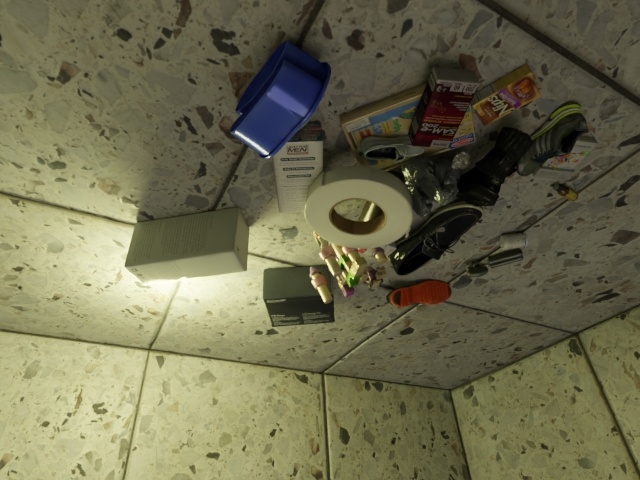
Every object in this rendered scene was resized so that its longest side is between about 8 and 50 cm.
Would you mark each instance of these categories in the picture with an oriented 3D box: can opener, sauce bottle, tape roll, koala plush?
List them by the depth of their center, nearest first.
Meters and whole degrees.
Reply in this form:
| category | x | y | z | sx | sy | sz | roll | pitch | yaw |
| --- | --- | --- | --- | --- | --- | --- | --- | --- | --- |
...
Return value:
| category | x | y | z | sx | sy | sz | roll | pitch | yaw |
| --- | --- | --- | --- | --- | --- | --- | --- | --- | --- |
| koala plush | 0.420 | -0.232 | 1.497 | 0.221 | 0.203 | 0.196 | -31 | 178 | -25 |
| tape roll | 0.136 | -0.108 | 1.518 | 0.392 | 0.072 | 0.392 | 5 | 144 | 4 |
| sauce bottle | 1.003 | -0.199 | 1.725 | 0.128 | 0.042 | 0.042 | 20 | 137 | -29 |
| can opener | 0.870 | 0.119 | 2.105 | 0.281 | 0.093 | 0.074 | -21 | 139 | 14 |

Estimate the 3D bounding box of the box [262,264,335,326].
| category | x | y | z | sx | sy | sz | roll | pitch | yaw |
| --- | --- | --- | --- | --- | --- | --- | --- | --- | --- |
| box | -0.103 | 0.288 | 2.163 | 0.344 | 0.178 | 0.312 | -4 | 144 | 0 |

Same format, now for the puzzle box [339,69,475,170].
| category | x | y | z | sx | sy | sz | roll | pitch | yaw |
| --- | --- | --- | --- | --- | --- | --- | --- | --- | --- |
| puzzle box | 0.298 | -0.375 | 1.420 | 0.409 | 0.052 | 0.272 | -17 | 142 | 16 |

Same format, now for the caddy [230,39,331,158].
| category | x | y | z | sx | sy | sz | roll | pitch | yaw |
| --- | --- | --- | --- | --- | --- | --- | --- | --- | --- |
| caddy | -0.108 | -0.389 | 1.213 | 0.179 | 0.241 | 0.341 | 28 | 134 | -29 |

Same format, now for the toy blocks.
| category | x | y | z | sx | sy | sz | roll | pitch | yaw |
| --- | --- | --- | --- | --- | --- | --- | --- | --- | --- |
| toy blocks | 0.109 | 0.073 | 1.847 | 0.309 | 0.260 | 0.288 | -15 | 146 | -22 |

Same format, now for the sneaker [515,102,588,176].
| category | x | y | z | sx | sy | sz | roll | pitch | yaw |
| --- | --- | --- | --- | --- | --- | --- | --- | --- | --- |
| sneaker | 0.797 | -0.327 | 1.469 | 0.111 | 0.121 | 0.300 | 8 | 142 | -15 |

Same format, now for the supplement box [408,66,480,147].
| category | x | y | z | sx | sy | sz | roll | pitch | yaw |
| --- | --- | --- | --- | --- | --- | --- | --- | --- | --- |
| supplement box | 0.370 | -0.400 | 1.291 | 0.130 | 0.073 | 0.239 | 2 | 143 | -8 |

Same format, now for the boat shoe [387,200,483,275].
| category | x | y | z | sx | sy | sz | roll | pitch | yaw |
| --- | --- | --- | --- | --- | --- | --- | --- | --- | --- |
| boat shoe | 0.503 | 0.003 | 1.858 | 0.187 | 0.156 | 0.500 | 27 | 133 | -32 |

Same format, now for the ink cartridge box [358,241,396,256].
| category | x | y | z | sx | sy | sz | roll | pitch | yaw |
| --- | --- | --- | --- | --- | --- | --- | --- | --- | --- |
| ink cartridge box | 0.255 | 0.020 | 1.932 | 0.151 | 0.063 | 0.109 | 18 | 139 | -27 |

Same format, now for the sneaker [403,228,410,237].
| category | x | y | z | sx | sy | sz | roll | pitch | yaw |
| --- | --- | --- | --- | --- | --- | --- | --- | --- | --- |
| sneaker | 0.354 | -0.066 | 1.827 | 0.071 | 0.068 | 0.170 | 0 | 144 | 4 |

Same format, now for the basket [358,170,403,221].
| category | x | y | z | sx | sy | sz | roll | pitch | yaw |
| --- | --- | --- | --- | --- | --- | --- | --- | --- | --- |
| basket | 0.265 | -0.146 | 1.647 | 0.205 | 0.154 | 0.226 | 5 | 139 | -1 |

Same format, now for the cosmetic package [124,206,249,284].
| category | x | y | z | sx | sy | sz | roll | pitch | yaw |
| --- | --- | --- | --- | --- | --- | --- | --- | --- | --- |
| cosmetic package | -0.537 | 0.025 | 1.734 | 0.454 | 0.230 | 0.161 | -8 | 143 | 7 |

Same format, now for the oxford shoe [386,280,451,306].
| category | x | y | z | sx | sy | sz | roll | pitch | yaw |
| --- | --- | --- | --- | --- | --- | --- | --- | --- | --- |
| oxford shoe | 0.535 | 0.286 | 2.298 | 0.364 | 0.129 | 0.133 | -3 | 176 | -12 |

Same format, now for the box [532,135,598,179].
| category | x | y | z | sx | sy | sz | roll | pitch | yaw |
| --- | --- | --- | --- | --- | --- | --- | --- | --- | --- |
| box | 0.909 | -0.309 | 1.574 | 0.145 | 0.038 | 0.186 | 4 | 141 | -11 |

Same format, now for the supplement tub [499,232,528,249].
| category | x | y | z | sx | sy | sz | roll | pitch | yaw |
| --- | --- | --- | --- | --- | --- | --- | --- | --- | --- |
| supplement tub | 0.901 | 0.003 | 1.961 | 0.107 | 0.071 | 0.071 | -7 | 143 | 6 |

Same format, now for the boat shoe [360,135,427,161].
| category | x | y | z | sx | sy | sz | roll | pitch | yaw |
| --- | --- | --- | --- | --- | --- | --- | --- | --- | --- |
| boat shoe | 0.248 | -0.297 | 1.407 | 0.228 | 0.081 | 0.079 | 0 | 143 | -5 |

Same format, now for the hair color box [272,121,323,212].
| category | x | y | z | sx | sy | sz | roll | pitch | yaw |
| --- | --- | --- | --- | --- | --- | --- | --- | --- | --- |
| hair color box | -0.077 | -0.250 | 1.508 | 0.174 | 0.105 | 0.347 | -3 | 144 | -2 |

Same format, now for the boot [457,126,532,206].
| category | x | y | z | sx | sy | sz | roll | pitch | yaw |
| --- | --- | --- | --- | --- | --- | --- | --- | --- | --- |
| boot | 0.598 | -0.260 | 1.523 | 0.131 | 0.348 | 0.260 | 26 | 93 | -11 |

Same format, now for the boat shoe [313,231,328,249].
| category | x | y | z | sx | sy | sz | roll | pitch | yaw |
| --- | --- | --- | --- | --- | --- | --- | --- | --- | --- |
| boat shoe | 0.000 | 0.000 | 1.903 | 0.043 | 0.049 | 0.137 | 29 | 158 | 29 |

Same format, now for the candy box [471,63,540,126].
| category | x | y | z | sx | sy | sz | roll | pitch | yaw |
| --- | --- | --- | --- | --- | --- | --- | --- | --- | --- |
| candy box | 0.584 | -0.457 | 1.337 | 0.187 | 0.053 | 0.109 | -26 | 139 | 28 |
